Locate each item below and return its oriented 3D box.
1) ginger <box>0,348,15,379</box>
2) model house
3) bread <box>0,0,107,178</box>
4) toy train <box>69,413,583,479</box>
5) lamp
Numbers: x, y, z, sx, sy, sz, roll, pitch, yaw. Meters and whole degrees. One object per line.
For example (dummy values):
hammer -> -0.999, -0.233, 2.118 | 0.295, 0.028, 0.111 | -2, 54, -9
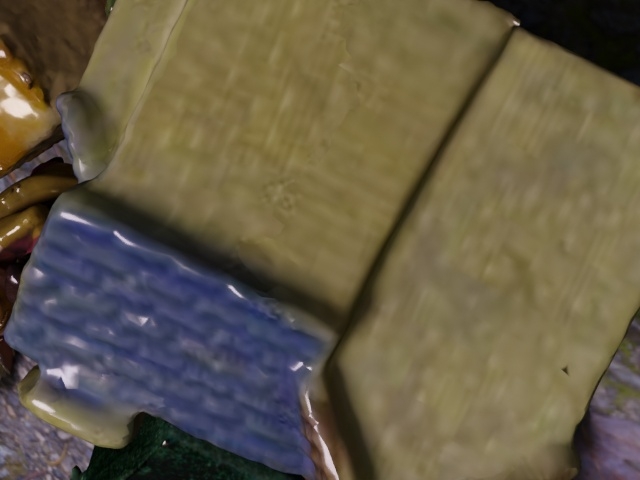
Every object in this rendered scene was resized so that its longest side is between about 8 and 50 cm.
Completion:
ginger -> -0.351, 0.050, 1.248 | 0.276, 0.130, 0.221 | 8, 131, 38
model house -> 0.000, 0.000, 0.784 | 0.321, 0.266, 0.261 | 25, 177, -5
bread -> -0.254, -0.158, 0.984 | 0.279, 0.207, 0.279 | -24, 102, 42
toy train -> 0.002, 0.119, 0.942 | 0.330, 0.178, 0.138 | 29, 143, -22
lamp -> -0.181, 0.021, 1.023 | 0.118, 0.253, 0.118 | 3, 108, 8
